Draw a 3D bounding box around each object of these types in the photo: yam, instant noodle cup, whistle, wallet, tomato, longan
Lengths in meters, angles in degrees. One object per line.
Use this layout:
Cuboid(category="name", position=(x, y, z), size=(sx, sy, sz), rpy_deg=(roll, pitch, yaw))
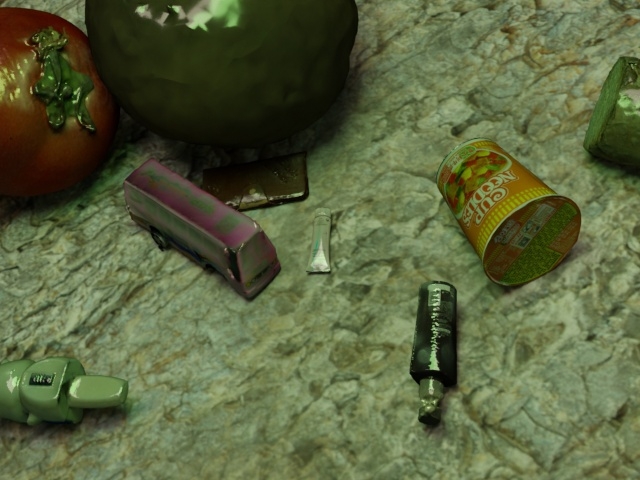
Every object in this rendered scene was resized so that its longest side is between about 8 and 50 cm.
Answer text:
Cuboid(category="yam", position=(0.537, -0.166, 1.610), size=(0.304, 0.168, 0.168), rpy_deg=(20, 63, 22))
Cuboid(category="instant noodle cup", position=(0.263, -0.053, 1.610), size=(0.168, 0.168, 0.185), rpy_deg=(-28, 48, -6))
Cuboid(category="whistle", position=(-0.394, 0.221, 1.610), size=(0.244, 0.092, 0.110), rpy_deg=(-1, 55, 14))
Cuboid(category="wallet", position=(-0.107, -0.094, 1.793), size=(0.176, 0.026, 0.095), rpy_deg=(-8, 58, 9))
Cuboid(category="tomato", position=(-0.506, -0.228, 1.827), size=(0.322, 0.321, 0.321), rpy_deg=(-6, 56, 9))
Cuboid(category="longan", position=(-0.161, -0.341, 1.741), size=(0.436, 0.404, 0.404), rpy_deg=(13, 59, -3))

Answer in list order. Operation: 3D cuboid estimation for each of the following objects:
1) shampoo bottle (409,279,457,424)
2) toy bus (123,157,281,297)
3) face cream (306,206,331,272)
Cuboid(category="shampoo bottle", position=(0.158, 0.157, 1.539), size=(0.057, 0.063, 0.207), rpy_deg=(-8, 55, 22))
Cuboid(category="toy bus", position=(-0.190, -0.022, 1.717), size=(0.274, 0.112, 0.090), rpy_deg=(31, 61, 28))
Cuboid(category="face cream", position=(0.000, 0.000, 1.707), size=(0.038, 0.020, 0.115), rpy_deg=(-2, 57, 11))
